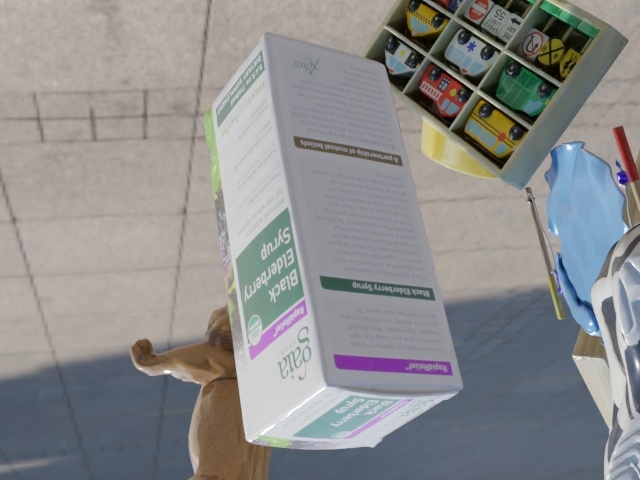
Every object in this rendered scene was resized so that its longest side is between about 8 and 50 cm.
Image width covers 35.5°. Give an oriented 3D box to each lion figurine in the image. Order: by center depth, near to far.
[{"bbox_3d":[-0.100,0.206,1.068,0.240,0.392,0.142,-4,158,27],"label":"lion figurine"}]

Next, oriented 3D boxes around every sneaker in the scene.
[{"bbox_3d":[0.234,0.084,0.674,0.094,0.235,0.153,-8,-162,19],"label":"sneaker"}]

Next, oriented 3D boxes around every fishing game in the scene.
[{"bbox_3d":[0.243,0.003,0.866,0.041,0.189,0.264,-14,169,-7],"label":"fishing game"}]

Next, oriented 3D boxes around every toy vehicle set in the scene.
[{"bbox_3d":[0.157,-0.185,0.989,0.035,0.267,0.166,21,108,-42],"label":"toy vehicle set"}]

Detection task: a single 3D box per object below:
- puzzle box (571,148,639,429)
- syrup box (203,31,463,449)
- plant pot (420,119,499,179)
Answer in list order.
[{"bbox_3d":[0.504,0.092,1.541,0.052,0.409,0.272,1,140,38],"label":"puzzle box"},{"bbox_3d":[0.000,0.000,0.614,0.096,0.237,0.093,9,147,-30],"label":"syrup box"},{"bbox_3d":[0.272,-0.239,1.626,0.253,0.239,0.254,12,-159,-5],"label":"plant pot"}]
